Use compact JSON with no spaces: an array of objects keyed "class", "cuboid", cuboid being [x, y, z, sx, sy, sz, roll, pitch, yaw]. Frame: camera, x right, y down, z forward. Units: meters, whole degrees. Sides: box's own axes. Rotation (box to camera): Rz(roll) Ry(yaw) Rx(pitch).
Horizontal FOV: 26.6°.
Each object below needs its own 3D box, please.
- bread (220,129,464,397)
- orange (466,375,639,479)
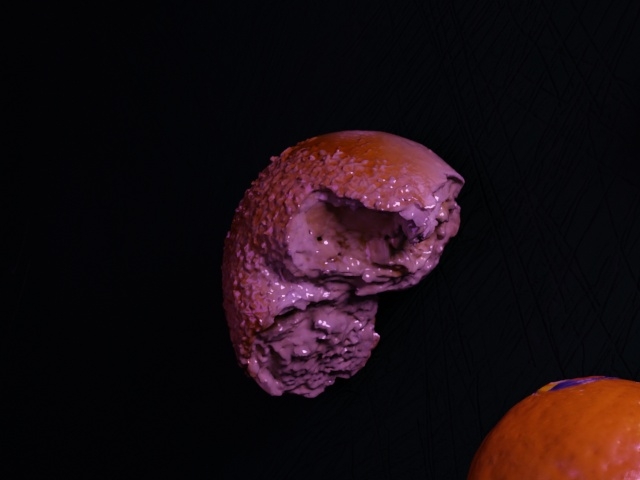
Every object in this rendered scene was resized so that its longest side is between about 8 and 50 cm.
[{"class":"bread","cuboid":[0.000,-0.006,1.312,0.314,0.171,0.192,-51,47,41]},{"class":"orange","cuboid":[0.196,0.202,0.935,0.219,0.193,0.219,18,114,48]}]
